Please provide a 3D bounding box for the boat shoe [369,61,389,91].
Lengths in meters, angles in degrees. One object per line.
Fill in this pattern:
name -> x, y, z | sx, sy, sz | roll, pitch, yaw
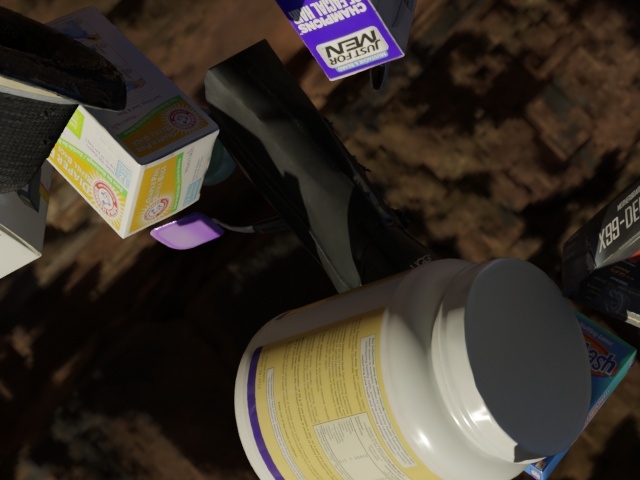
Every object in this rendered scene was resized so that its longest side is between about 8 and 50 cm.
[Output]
boat shoe -> 0.094, -0.287, 2.222 | 0.035, 0.035, 0.100 | -72, 170, -76

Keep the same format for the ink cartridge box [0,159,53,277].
ink cartridge box -> -0.404, -0.053, 1.649 | 0.154, 0.093, 0.212 | -27, -137, 26

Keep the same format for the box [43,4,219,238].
box -> -0.211, -0.119, 1.386 | 0.103, 0.203, 0.114 | -30, 154, -36

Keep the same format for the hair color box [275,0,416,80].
hair color box -> -0.016, -0.363, 1.507 | 0.110, 0.339, 0.185 | -17, -141, 29

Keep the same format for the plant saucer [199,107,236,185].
plant saucer -> -0.177, -0.132, 2.000 | 0.119, 0.119, 0.021 | -46, -176, 28

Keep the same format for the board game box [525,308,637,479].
board game box -> 0.285, 0.184, 1.804 | 0.210, 0.160, 0.047 | -49, 155, -17

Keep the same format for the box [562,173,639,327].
box -> 0.440, 0.024, 1.412 | 0.242, 0.307, 0.077 | -50, -155, 49

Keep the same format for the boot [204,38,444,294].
boot -> 0.001, -0.001, 1.842 | 0.146, 0.445, 0.367 | -33, 160, -29

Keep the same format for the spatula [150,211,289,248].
spatula -> -0.114, -0.022, 2.067 | 0.296, 0.084, 0.030 | -6, -116, 30

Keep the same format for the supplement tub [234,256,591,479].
supplement tub -> 0.095, 0.157, 1.485 | 0.331, 0.241, 0.241 | -21, -165, 42

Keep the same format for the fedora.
fedora -> -0.345, -0.135, 1.218 | 0.334, 0.334, 0.153 | -34, 147, -77
